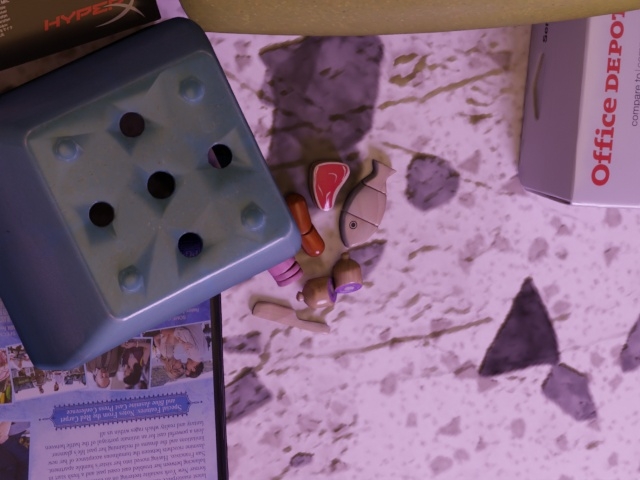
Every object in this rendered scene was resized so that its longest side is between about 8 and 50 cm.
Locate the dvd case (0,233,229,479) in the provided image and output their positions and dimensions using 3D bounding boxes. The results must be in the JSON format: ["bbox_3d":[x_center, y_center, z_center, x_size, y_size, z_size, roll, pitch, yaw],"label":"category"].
[{"bbox_3d":[-0.149,0.120,1.054,0.180,0.022,0.253,-5,101,-16],"label":"dvd case"}]

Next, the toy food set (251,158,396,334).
[{"bbox_3d":[0.000,0.000,1.075,0.078,0.019,0.122,16,95,-18],"label":"toy food set"}]

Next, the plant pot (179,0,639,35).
[{"bbox_3d":[0.048,-0.227,0.940,0.293,0.275,0.275,-18,105,6],"label":"plant pot"}]

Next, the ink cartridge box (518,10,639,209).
[{"bbox_3d":[0.249,-0.097,1.093,0.208,0.087,0.153,1,99,-15],"label":"ink cartridge box"}]

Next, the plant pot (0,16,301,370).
[{"bbox_3d":[-0.107,-0.027,0.911,0.165,0.234,0.165,-27,97,-14],"label":"plant pot"}]

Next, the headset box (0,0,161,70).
[{"bbox_3d":[-0.241,-0.233,0.917,0.218,0.110,0.293,-21,105,-12],"label":"headset box"}]
